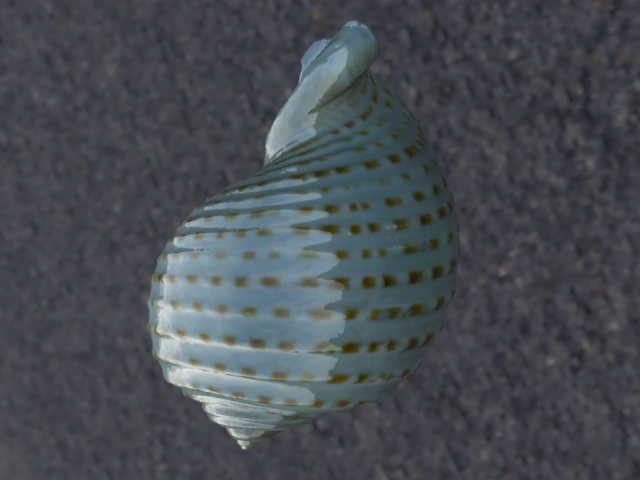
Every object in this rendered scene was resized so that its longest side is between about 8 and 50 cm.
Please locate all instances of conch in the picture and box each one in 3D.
[{"bbox_3d":[0.007,0.008,0.872,0.131,0.172,0.200,37,98,13],"label":"conch"}]
